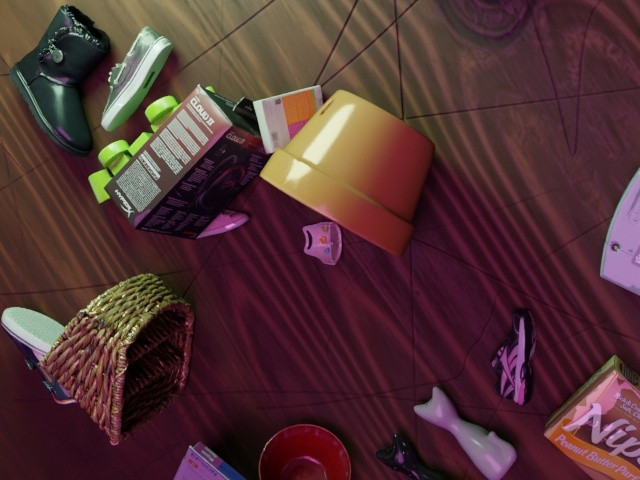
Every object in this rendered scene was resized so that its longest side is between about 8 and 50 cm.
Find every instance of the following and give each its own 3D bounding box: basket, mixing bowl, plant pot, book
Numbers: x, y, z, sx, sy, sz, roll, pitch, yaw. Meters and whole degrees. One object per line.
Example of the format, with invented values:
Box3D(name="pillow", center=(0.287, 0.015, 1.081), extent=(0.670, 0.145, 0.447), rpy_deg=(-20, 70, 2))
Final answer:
Box3D(name="basket", center=(-0.350, 0.212, 1.876), extent=(0.223, 0.299, 0.213), rpy_deg=(44, 110, 7))
Box3D(name="mixing bowl", center=(-0.031, 0.468, 1.919), extent=(0.181, 0.098, 0.181), rpy_deg=(1, 63, -2))
Box3D(name="plant pot", center=(0.067, -0.128, 1.683), extent=(0.291, 0.291, 0.203), rpy_deg=(31, 94, 9))
Box3D(name="book", center=(-0.051, -0.222, 1.758), extent=(0.035, 0.144, 0.096), rpy_deg=(-2, 105, 46))

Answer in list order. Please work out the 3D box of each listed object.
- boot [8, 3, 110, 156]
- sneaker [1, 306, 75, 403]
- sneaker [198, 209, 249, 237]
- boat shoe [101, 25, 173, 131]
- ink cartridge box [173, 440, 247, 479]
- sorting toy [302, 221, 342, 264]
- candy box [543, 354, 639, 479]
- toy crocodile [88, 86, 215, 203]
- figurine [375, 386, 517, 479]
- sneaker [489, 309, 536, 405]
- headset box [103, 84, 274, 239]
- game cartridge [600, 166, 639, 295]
Box3D(name="boot", center=(-0.488, -0.317, 1.905), extent=(0.207, 0.094, 0.246), rpy_deg=(-39, 82, 26))
Box3D(name="sneaker", center=(-0.558, 0.267, 2.050), extent=(0.321, 0.126, 0.127), rpy_deg=(30, 104, 8))
Box3D(name="sneaker", center=(-0.209, -0.051, 1.899), extent=(0.134, 0.051, 0.070), rpy_deg=(-13, 104, 25))
Box3D(name="boat shoe", center=(-0.374, -0.316, 1.883), extent=(0.070, 0.078, 0.219), rpy_deg=(38, 103, 6))
Box3D(name="ink cartridge box", center=(-0.148, 0.548, 1.926), extent=(0.324, 0.071, 0.330), rpy_deg=(38, 144, 7))
Box3D(name="sorting toy", center=(0.000, 0.000, 1.850), extent=(0.075, 0.045, 0.083), rpy_deg=(3, 104, 25))
Box3D(name="candy box", center=(0.582, 0.382, 1.719), extent=(0.316, 0.087, 0.183), rpy_deg=(43, 112, 5))
Box3D(name="toy crocodile", center=(-0.324, -0.179, 1.887), extent=(0.340, 0.105, 0.115), rpy_deg=(-38, 82, 17))
Box3D(name="figurine", center=(0.240, 0.410, 1.845), extent=(0.209, 0.092, 0.215), rpy_deg=(39, 110, 11))
Box3D(name="sneaker", center=(0.349, 0.215, 1.770), extent=(0.077, 0.072, 0.178), rpy_deg=(7, 99, 28))
Box3D(name="headset box", center=(-0.218, -0.145, 1.765), extent=(0.293, 0.218, 0.110), rpy_deg=(-45, 70, 14))
Box3D(name="game cartridge", center=(0.608, -0.038, 1.632), extent=(0.198, 0.062, 0.297), rpy_deg=(29, 110, 15))
